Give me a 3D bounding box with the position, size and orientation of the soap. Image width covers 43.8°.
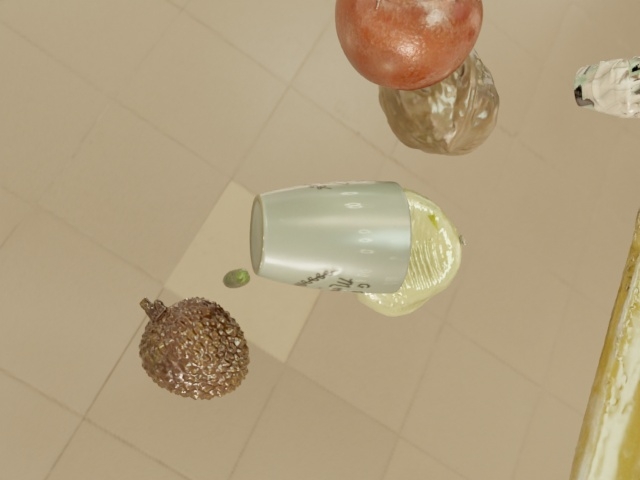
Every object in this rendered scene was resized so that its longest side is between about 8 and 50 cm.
[{"bbox_3d":[0.245,0.075,0.561,0.080,0.160,0.258,14,81,24],"label":"soap"}]

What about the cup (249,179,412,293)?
[{"bbox_3d":[0.000,0.000,1.331,0.234,0.258,0.186,1,80,-13],"label":"cup"}]

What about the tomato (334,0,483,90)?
[{"bbox_3d":[0.155,-0.392,1.432,0.264,0.265,0.265,9,67,-23],"label":"tomato"}]

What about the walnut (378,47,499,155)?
[{"bbox_3d":[0.258,-0.307,1.720,0.273,0.227,0.273,38,39,-39],"label":"walnut"}]

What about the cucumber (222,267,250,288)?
[{"bbox_3d":[-0.160,0.074,1.542,0.039,0.168,0.039,2,83,-18],"label":"cucumber"}]

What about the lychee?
[{"bbox_3d":[-0.239,0.191,1.457,0.238,0.200,0.200,42,59,-7],"label":"lychee"}]

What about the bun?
[{"bbox_3d":[0.145,0.023,1.553,0.259,0.160,0.259,-1,94,-19],"label":"bun"}]

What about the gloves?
[{"bbox_3d":[0.599,-0.284,1.508,0.111,0.212,0.128,-14,109,-44],"label":"gloves"}]
